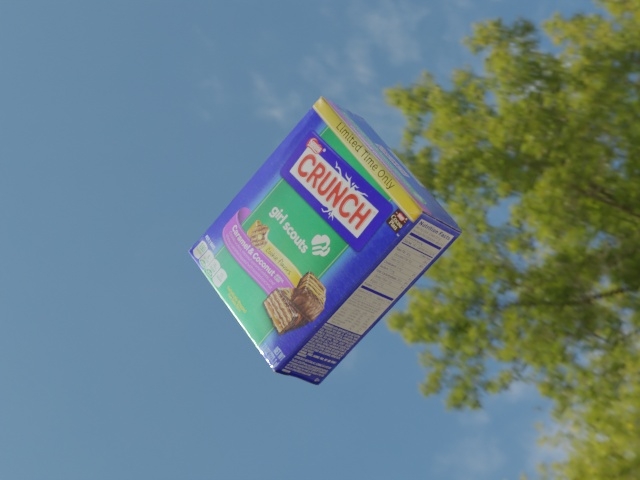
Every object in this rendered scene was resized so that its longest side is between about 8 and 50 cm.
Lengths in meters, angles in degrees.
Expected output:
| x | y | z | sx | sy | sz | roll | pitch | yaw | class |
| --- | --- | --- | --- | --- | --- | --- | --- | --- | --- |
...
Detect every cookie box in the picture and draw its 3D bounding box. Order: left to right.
| x | y | z | sx | sy | sz | roll | pitch | yaw | class |
| --- | --- | --- | --- | --- | --- | --- | --- | --- | --- |
| 0.000 | 0.000 | 0.655 | 0.107 | 0.092 | 0.040 | -48 | -35 | 14 | cookie box |
